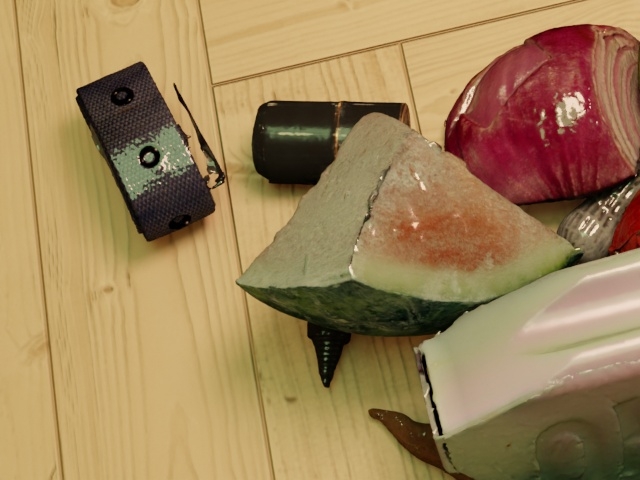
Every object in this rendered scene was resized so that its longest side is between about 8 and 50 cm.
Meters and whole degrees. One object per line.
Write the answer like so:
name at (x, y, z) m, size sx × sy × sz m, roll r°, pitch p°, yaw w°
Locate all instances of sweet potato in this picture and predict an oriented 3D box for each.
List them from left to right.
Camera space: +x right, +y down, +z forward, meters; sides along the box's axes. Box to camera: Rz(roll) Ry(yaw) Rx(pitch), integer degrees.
sweet potato at (0.149, 0.234, 1.740) m, size 0.226 × 0.068 × 0.068 m, roll 23°, pitch 74°, yaw 19°

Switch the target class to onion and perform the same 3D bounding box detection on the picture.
onion at (0.256, -0.167, 1.827) m, size 0.247 × 0.111 × 0.250 m, roll -7°, pitch 53°, yaw 17°

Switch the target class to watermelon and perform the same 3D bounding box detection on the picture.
watermelon at (0.095, -0.022, 1.722) m, size 0.387 × 0.228 × 0.258 m, roll -6°, pitch 79°, yaw -16°

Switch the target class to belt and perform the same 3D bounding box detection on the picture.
belt at (-0.208, -0.115, 1.915) m, size 0.126 × 0.139 × 0.230 m, roll -26°, pitch 64°, yaw -7°

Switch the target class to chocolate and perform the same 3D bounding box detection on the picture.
chocolate at (0.338, -0.039, 1.815) m, size 0.072 × 0.072 × 0.167 m, roll 35°, pitch 80°, yaw 21°

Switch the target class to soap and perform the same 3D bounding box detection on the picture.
soap at (0.334, 0.139, 1.625) m, size 0.446 × 0.261 × 0.156 m, roll -14°, pitch 50°, yaw 5°

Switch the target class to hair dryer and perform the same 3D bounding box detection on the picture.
hair dryer at (0.000, 0.000, 1.852) m, size 0.189 × 0.107 × 0.352 m, roll 3°, pitch 74°, yaw 11°

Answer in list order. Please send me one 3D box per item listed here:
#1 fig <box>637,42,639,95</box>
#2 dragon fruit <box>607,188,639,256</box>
fig at (0.453, -0.188, 1.762) m, size 0.230 × 0.207 × 0.207 m, roll 38°, pitch 77°, yaw -7°
dragon fruit at (0.421, 0.001, 1.730) m, size 0.209 × 0.172 × 0.172 m, roll -5°, pitch 67°, yaw 9°
